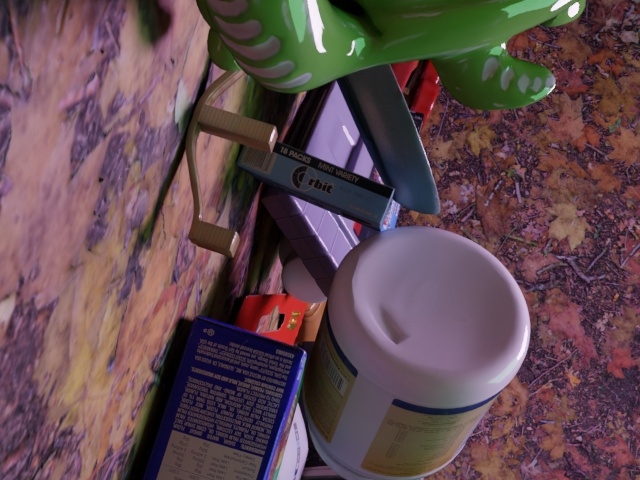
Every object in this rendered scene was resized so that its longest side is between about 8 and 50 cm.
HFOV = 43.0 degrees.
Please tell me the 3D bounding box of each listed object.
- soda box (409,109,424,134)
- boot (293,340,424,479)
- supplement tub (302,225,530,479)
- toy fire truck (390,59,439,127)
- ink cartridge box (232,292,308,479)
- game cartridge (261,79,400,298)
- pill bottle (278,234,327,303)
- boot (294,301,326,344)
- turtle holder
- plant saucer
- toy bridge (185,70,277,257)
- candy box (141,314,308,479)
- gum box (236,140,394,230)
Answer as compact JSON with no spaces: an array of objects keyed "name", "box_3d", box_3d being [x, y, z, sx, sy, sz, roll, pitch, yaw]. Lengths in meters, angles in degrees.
[{"name":"soda box","box_3d":[0.087,-0.203,1.370,0.053,0.168,0.060,-66,171,-66]},{"name":"boot","box_3d":[0.015,0.321,1.439,0.138,0.377,0.284,48,42,-37]},{"name":"supplement tub","box_3d":[0.100,0.157,0.998,0.316,0.228,0.228,105,4,-52]},{"name":"toy fire truck","box_3d":[0.159,-0.358,1.460,0.302,0.169,0.254,-70,-175,-52]},{"name":"ink cartridge box","box_3d":[-0.078,0.271,1.168,0.308,0.091,0.385,12,96,-74]},{"name":"game cartridge","box_3d":[0.041,-0.093,1.172,0.230,0.068,0.355,53,37,-30]},{"name":"pill bottle","box_3d":[0.000,0.000,1.254,0.208,0.117,0.118,-77,179,-55]},{"name":"boot","box_3d":[-0.023,0.155,1.626,0.220,0.109,0.284,96,9,-72]},{"name":"turtle holder","box_3d":[0.017,-0.205,0.430,0.320,0.243,0.228,-26,130,-27]},{"name":"plant saucer","box_3d":[0.052,-0.167,0.917,0.317,0.043,0.318,-24,90,-88]},{"name":"toy bridge","box_3d":[-0.064,-0.085,0.610,0.026,0.063,0.188,86,22,-77]},{"name":"candy box","box_3d":[-0.109,0.253,0.855,0.268,0.122,0.317,88,19,-81]},{"name":"gum box","box_3d":[0.001,-0.060,0.888,0.184,0.157,0.041,14,98,-86]}]
